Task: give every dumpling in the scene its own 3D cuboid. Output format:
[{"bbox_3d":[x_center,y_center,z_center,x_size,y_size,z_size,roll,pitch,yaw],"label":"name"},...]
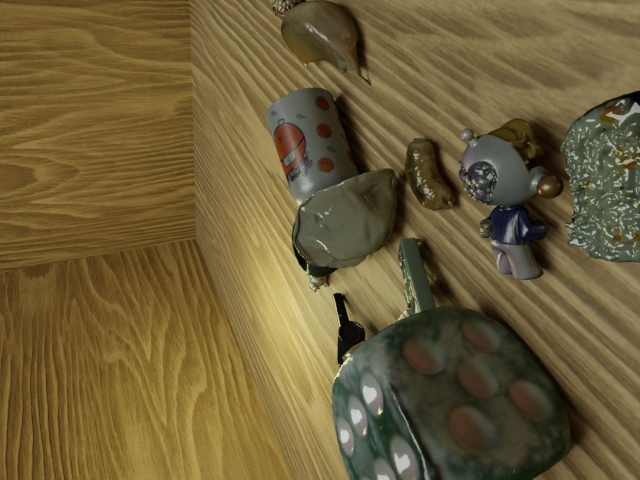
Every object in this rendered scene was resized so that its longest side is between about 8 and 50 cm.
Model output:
[{"bbox_3d":[0.062,-0.047,1.139,0.341,0.260,0.181,129,133,-68],"label":"dumpling"}]

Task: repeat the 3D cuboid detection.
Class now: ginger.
[{"bbox_3d":[0.236,-0.143,0.966,0.095,0.069,0.190,-38,64,38],"label":"ginger"}]

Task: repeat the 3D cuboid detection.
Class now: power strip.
[{"bbox_3d":[0.236,0.116,1.054,0.145,0.061,0.215,83,179,-60],"label":"power strip"}]

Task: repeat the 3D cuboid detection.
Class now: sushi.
[{"bbox_3d":[0.411,-0.083,0.568,0.136,0.126,0.224,17,117,61],"label":"sushi"}]

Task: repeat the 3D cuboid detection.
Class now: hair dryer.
[{"bbox_3d":[0.078,0.280,1.426,0.197,0.089,0.251,86,170,-50],"label":"hair dryer"}]

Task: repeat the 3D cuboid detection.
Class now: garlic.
[{"bbox_3d":[0.022,-0.560,1.200,0.338,0.151,0.196,37,160,44],"label":"garlic"}]

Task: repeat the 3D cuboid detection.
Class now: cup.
[{"bbox_3d":[-0.013,-0.251,1.273,0.212,0.213,0.317,-40,67,61],"label":"cup"}]

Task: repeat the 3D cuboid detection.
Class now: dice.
[{"bbox_3d":[0.231,0.356,0.862,0.330,0.349,0.327,58,146,35],"label":"dice"}]

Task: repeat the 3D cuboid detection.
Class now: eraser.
[{"bbox_3d":[0.230,0.236,1.177,0.052,0.029,0.122,62,150,30],"label":"eraser"}]

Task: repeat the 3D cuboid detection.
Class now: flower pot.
[{"bbox_3d":[0.000,0.000,1.404,0.189,0.157,0.242,41,137,54],"label":"flower pot"}]

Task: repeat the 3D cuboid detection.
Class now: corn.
[{"bbox_3d":[-0.092,-0.827,1.337,0.092,0.092,0.280,51,139,44],"label":"corn"}]

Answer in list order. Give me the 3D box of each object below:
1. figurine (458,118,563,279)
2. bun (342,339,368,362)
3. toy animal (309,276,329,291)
[{"bbox_3d":[0.322,-0.067,0.768,0.193,0.133,0.274,-118,14,-54],"label":"figurine"},{"bbox_3d":[0.174,0.400,1.219,0.259,0.152,0.259,56,159,35],"label":"bun"},{"bbox_3d":[-0.008,0.117,1.569,0.085,0.071,0.124,-106,13,-48],"label":"toy animal"}]
